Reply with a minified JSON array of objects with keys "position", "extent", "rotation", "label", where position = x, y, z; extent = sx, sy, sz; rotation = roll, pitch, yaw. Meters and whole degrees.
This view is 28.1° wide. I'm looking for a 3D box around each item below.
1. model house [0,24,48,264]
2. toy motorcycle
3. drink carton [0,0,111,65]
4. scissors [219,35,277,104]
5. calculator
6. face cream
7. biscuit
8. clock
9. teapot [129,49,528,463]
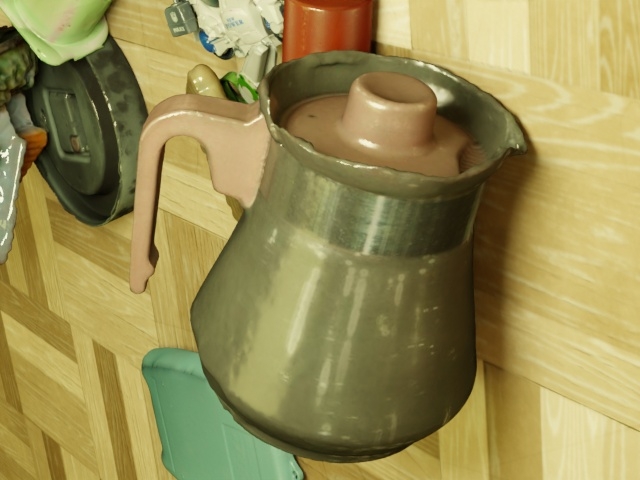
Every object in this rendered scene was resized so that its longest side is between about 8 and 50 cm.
[{"position":[-0.545,-0.117,1.936],"extent":[0.360,0.297,0.339],"rotation":[11,123,55],"label":"model house"},{"position":[-0.101,-0.280,1.466],"extent":[0.221,0.102,0.150],"rotation":[1,121,55],"label":"toy motorcycle"},{"position":[-0.335,-0.347,1.738],"extent":[0.146,0.144,0.142],"rotation":[50,134,3],"label":"drink carton"},{"position":[-0.074,-0.181,1.482],"extent":[0.101,0.027,0.204],"rotation":[44,162,5],"label":"scissors"},{"position":[-0.149,0.298,1.917],"extent":[0.386,0.054,0.256],"rotation":[12,118,49],"label":"calculator"},{"position":[0.005,-0.167,1.375],"extent":[0.096,0.096,0.214],"rotation":[36,135,40],"label":"face cream"},{"position":[-0.085,-0.052,1.571],"extent":[0.325,0.044,0.217],"rotation":[65,171,4],"label":"biscuit"},{"position":[-0.359,-0.182,1.926],"extent":[0.325,0.067,0.325],"rotation":[32,133,43],"label":"clock"},{"position":[0.000,0.000,1.266],"extent":[0.305,0.376,0.361],"rotation":[-85,7,-60],"label":"teapot"}]
